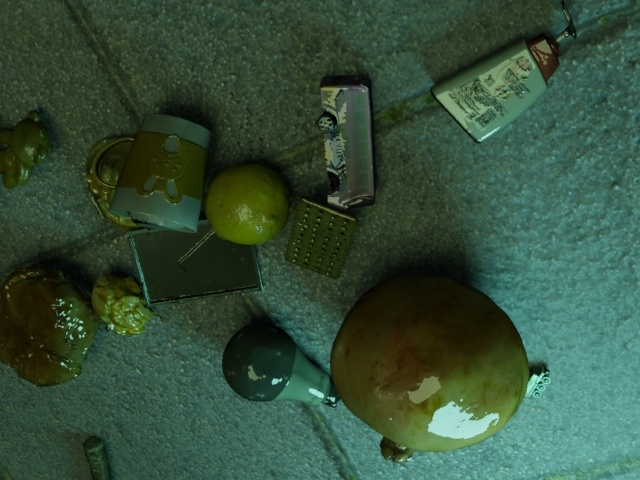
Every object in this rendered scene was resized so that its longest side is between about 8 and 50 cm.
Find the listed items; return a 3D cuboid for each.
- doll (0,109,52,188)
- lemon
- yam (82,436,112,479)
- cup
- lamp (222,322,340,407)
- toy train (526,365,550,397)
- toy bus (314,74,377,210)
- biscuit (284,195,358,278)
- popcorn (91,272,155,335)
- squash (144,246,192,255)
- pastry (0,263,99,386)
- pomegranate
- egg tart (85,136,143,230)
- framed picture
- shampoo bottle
[{"bbox_3d":[-0.667,-0.195,1.749,0.209,0.097,0.137,-29,76,40],"label":"doll"},{"bbox_3d":[-0.157,-0.077,1.639,0.206,0.173,0.173,7,120,33],"label":"lemon"},{"bbox_3d":[-0.616,0.674,2.190,0.061,0.061,0.274,2,118,11],"label":"yam"},{"bbox_3d":[-0.346,-0.141,1.595,0.241,0.185,0.226,16,83,-13],"label":"cup"},{"bbox_3d":[-0.090,0.328,1.826,0.314,0.182,0.182,42,118,-12],"label":"lamp"},{"bbox_3d":[0.492,0.323,1.780,0.053,0.033,0.083,23,119,4],"label":"toy train"},{"bbox_3d":[0.054,-0.193,1.579,0.112,0.090,0.273,-1,118,8],"label":"toy bus"},{"bbox_3d":[0.000,0.000,1.680,0.139,0.016,0.231,21,143,2],"label":"biscuit"},{"bbox_3d":[-0.471,0.154,1.848,0.148,0.152,0.167,19,148,34],"label":"popcorn"},{"bbox_3d":[-0.344,0.016,1.787,0.184,0.052,0.052,8,119,-4],"label":"squash"},{"bbox_3d":[-0.661,0.200,1.891,0.255,0.162,0.310,29,116,13],"label":"pastry"},{"bbox_3d":[0.211,0.266,1.607,0.412,0.411,0.411,5,118,10],"label":"pomegranate"},{"bbox_3d":[-0.432,-0.112,1.728,0.232,0.098,0.252,26,123,2],"label":"egg tart"},{"bbox_3d":[-0.283,0.046,1.770,0.281,0.019,0.208,-8,117,-1],"label":"framed picture"},{"bbox_3d":[0.363,-0.319,1.458,0.284,0.071,0.153,-39,101,24],"label":"shampoo bottle"}]
